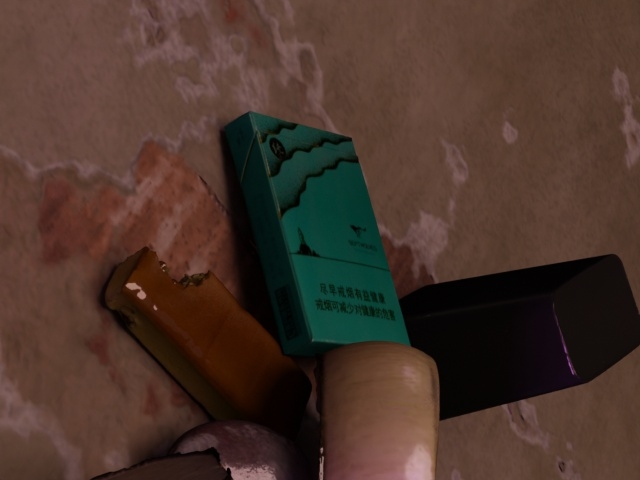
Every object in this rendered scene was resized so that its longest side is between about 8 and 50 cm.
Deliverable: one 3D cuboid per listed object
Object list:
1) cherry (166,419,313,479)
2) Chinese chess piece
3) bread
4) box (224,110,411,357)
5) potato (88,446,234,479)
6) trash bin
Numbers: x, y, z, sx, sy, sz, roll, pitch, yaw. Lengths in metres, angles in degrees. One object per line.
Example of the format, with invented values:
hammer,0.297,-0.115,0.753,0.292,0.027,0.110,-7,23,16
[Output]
cherry,-0.075,0.234,1.552,0.148,0.115,0.188,59,40,-54
Chinese chess piece,0.043,0.210,1.624,0.250,0.103,0.250,-178,-90,-89
bread,-0.095,0.088,1.627,0.226,0.049,0.088,50,44,-28
box,0.000,0.000,1.749,0.161,0.042,0.226,11,58,-54
potato,-0.138,0.274,1.332,0.246,0.300,0.196,-19,95,-11
trash bin,0.172,0.092,1.821,0.165,0.225,0.115,-24,96,-52
